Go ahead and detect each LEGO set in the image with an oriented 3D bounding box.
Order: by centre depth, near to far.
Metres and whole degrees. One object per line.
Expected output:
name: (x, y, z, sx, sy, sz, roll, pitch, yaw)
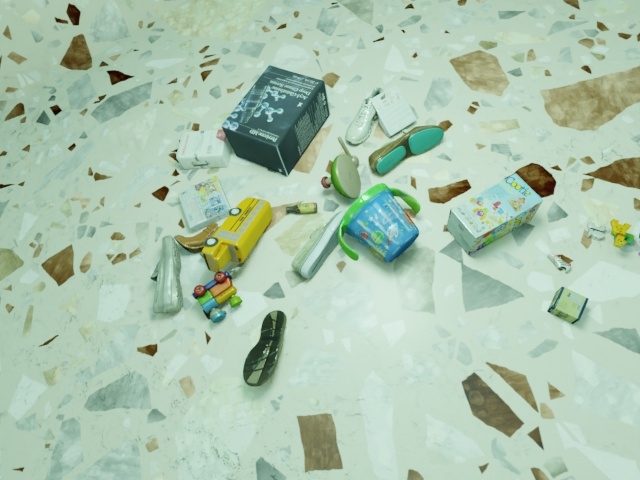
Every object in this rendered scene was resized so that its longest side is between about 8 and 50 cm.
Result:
LEGO set: (1.026, 0.001, 1.350, 0.227, 0.087, 0.093, 24, 69, 22)

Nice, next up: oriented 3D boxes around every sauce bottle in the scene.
sauce bottle: (-0.077, -0.131, 1.638, 0.128, 0.042, 0.042, -5, 62, 6)

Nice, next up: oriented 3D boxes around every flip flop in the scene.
flip flop: (-0.178, 0.371, 1.381, 0.112, 0.080, 0.277, 1, 48, 16)

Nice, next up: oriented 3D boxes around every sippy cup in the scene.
sippy cup: (0.226, -0.049, 1.453, 0.305, 0.240, 0.224, -46, 73, 12)

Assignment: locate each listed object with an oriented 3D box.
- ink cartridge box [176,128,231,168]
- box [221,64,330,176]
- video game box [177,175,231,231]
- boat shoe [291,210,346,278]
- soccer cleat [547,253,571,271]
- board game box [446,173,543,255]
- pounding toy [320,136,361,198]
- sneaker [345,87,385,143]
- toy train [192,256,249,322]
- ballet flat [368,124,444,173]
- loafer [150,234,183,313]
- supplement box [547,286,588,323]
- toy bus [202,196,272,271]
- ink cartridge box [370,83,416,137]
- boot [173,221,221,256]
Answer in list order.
ink cartridge box: (-0.529, -0.418, 1.840, 0.218, 0.092, 0.158, 0, 63, 8)
box: (-0.186, -0.533, 1.772, 0.293, 0.212, 0.395, 23, 70, 20)
video game box: (-0.496, -0.160, 1.725, 0.187, 0.048, 0.205, -27, 62, -2)
boat shoe: (0.000, 0.000, 1.522, 0.094, 0.109, 0.302, 30, 74, 24)
soccer cleat: (0.818, 0.076, 1.380, 0.083, 0.029, 0.035, 38, 70, 20)
board game box: (0.615, -0.091, 1.438, 0.275, 0.142, 0.144, -28, 61, -5)
pounding toy: (0.074, -0.270, 1.634, 0.110, 0.183, 0.237, -14, 57, 33)
sneaker: (0.198, -0.553, 1.770, 0.110, 0.118, 0.292, 27, 72, 20)
toy train: (-0.334, 0.184, 1.492, 0.248, 0.105, 0.143, -34, 73, -8)
ballet flat: (0.344, -0.399, 1.681, 0.342, 0.116, 0.124, -32, 43, -3)
loafer: (-0.604, 0.127, 1.557, 0.111, 0.112, 0.319, -10, 62, -5)
supplement box: (0.799, 0.209, 1.297, 0.083, 0.056, 0.083, 29, 71, 22)
toy bus: (-0.312, -0.024, 1.531, 0.130, 0.108, 0.333, 13, 46, 15)
ink cartridge box: (0.312, -0.561, 1.745, 0.145, 0.045, 0.179, -33, 94, -8)
boot: (-0.481, -0.016, 1.636, 0.197, 0.073, 0.152, 25, 70, 8)
